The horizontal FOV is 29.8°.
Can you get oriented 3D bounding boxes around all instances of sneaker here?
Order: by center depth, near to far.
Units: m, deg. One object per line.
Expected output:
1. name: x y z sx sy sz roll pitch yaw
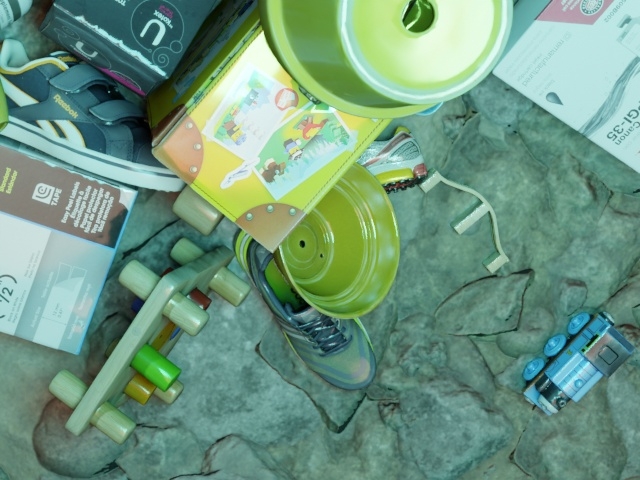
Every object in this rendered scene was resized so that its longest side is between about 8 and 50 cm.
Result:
1. sneaker: -0.304 -0.164 1.538 0.321 0.126 0.127 22 100 14
2. sneaker: 0.033 -0.104 1.696 0.225 0.088 0.092 -11 81 -2
3. sneaker: -0.018 0.107 1.717 0.111 0.121 0.300 -37 109 3

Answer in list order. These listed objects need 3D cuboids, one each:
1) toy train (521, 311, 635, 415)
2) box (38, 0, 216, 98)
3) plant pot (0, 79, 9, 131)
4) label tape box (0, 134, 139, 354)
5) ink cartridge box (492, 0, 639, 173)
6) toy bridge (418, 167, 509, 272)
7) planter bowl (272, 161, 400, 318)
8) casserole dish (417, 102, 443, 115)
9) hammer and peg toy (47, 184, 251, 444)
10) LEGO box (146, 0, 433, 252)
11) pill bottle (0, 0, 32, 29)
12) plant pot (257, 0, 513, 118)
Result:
1. toy train: 0.384 0.187 1.817 0.080 0.105 0.184 42 96 -18
2. box: -0.207 -0.339 1.497 0.165 0.143 0.270 33 75 -15
3. plant pot: -0.441 -0.165 1.482 0.134 0.134 0.095 -36 93 2
4. label tape box: -0.449 -0.021 1.613 0.348 0.115 0.249 19 102 -16
5. ink cartridge box: 0.403 -0.254 1.656 0.283 0.117 0.207 31 119 -17
6. toy bridge: 0.221 -0.035 1.766 0.063 0.026 0.188 -41 109 3
7. planter bowl: 0.000 0.000 1.607 0.217 0.090 0.217 8 78 -40
8. casserole dish: 0.145 -0.265 1.681 0.114 0.037 0.188 24 102 -16
9. hammer and peg toy: -0.191 0.086 1.606 0.127 0.266 0.361 36 104 6
10. LEGO box: 0.014 -0.275 1.479 0.193 0.372 0.500 40 97 -18
11. pill bottle: -0.459 -0.313 1.471 0.283 0.161 0.161 -38 109 -16
12. plant pot: 0.074 -0.234 1.181 0.254 0.239 0.254 -3 107 -8
